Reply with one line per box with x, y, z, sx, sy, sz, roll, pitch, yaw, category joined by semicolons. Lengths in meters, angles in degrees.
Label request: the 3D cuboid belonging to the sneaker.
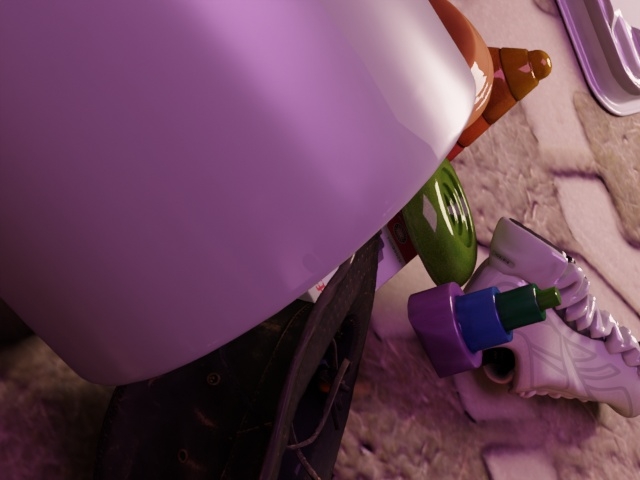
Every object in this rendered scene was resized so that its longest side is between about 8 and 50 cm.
0.207;0.095;1.110;0.118;0.110;0.292;-51;131;-2;sneaker

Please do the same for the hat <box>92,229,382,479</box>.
-0.062;0.126;0.772;0.134;0.331;0.331;16;53;6;hat

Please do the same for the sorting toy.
0.137;-0.052;1.001;0.365;0.126;0.127;-87;152;-46;sorting toy

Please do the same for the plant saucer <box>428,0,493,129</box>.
0.046;-0.157;1.007;0.200;0.037;0.200;6;49;-6;plant saucer

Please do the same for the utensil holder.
-0.142;-0.158;0.703;0.385;0.328;0.327;53;45;-19;utensil holder

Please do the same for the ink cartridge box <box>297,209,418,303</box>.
0.000;0.000;0.957;0.150;0.063;0.109;-38;102;-47;ink cartridge box

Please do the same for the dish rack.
0.391;-0.302;1.470;0.333;0.072;0.285;-16;86;-46;dish rack
